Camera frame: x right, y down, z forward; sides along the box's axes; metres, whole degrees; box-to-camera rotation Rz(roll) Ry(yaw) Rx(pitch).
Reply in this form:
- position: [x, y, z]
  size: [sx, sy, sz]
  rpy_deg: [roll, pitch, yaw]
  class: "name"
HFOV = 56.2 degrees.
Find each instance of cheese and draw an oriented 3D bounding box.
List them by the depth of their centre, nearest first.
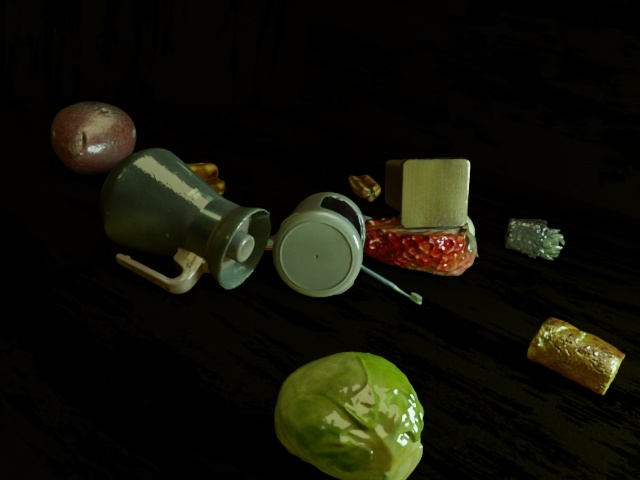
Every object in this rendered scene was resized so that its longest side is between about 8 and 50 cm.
- position: [-0.148, 0.004, 1.621]
  size: [0.095, 0.038, 0.145]
  rpy_deg: [24, 23, 31]
  class: "cheese"

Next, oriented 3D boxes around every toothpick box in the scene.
- position: [0.000, 0.000, 1.502]
  size: [0.229, 0.228, 0.316]
  rpy_deg: [14, 17, 3]
  class: "toothpick box"
- position: [0.293, -0.157, 1.751]
  size: [0.188, 0.190, 0.308]
  rpy_deg: [-3, 12, -6]
  class: "toothpick box"

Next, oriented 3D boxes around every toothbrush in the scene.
- position: [0.177, 0.110, 1.556]
  size: [0.016, 0.019, 0.220]
  rpy_deg: [-13, 31, -42]
  class: "toothbrush"

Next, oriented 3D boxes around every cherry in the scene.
- position: [-0.729, -0.324, 1.922]
  size: [0.262, 0.221, 0.307]
  rpy_deg: [1, 34, -8]
  class: "cherry"

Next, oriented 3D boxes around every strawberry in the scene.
- position: [0.270, 0.021, 1.701]
  size: [0.337, 0.149, 0.265]
  rpy_deg: [2, 17, 1]
  class: "strawberry"

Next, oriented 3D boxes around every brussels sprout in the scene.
- position: [0.040, 0.251, 0.855]
  size: [0.223, 0.161, 0.223]
  rpy_deg: [9, 12, -2]
  class: "brussels sprout"

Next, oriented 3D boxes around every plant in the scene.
- position: [0.746, -0.010, 2.092]
  size: [0.195, 0.129, 0.132]
  rpy_deg: [14, 19, 13]
  class: "plant"

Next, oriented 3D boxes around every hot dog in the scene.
- position: [-0.404, -0.168, 1.845]
  size: [0.135, 0.100, 0.337]
  rpy_deg: [61, 24, 0]
  class: "hot dog"
- position: [0.172, -0.211, 2.391]
  size: [0.100, 0.067, 0.249]
  rpy_deg: [-4, 19, -7]
  class: "hot dog"

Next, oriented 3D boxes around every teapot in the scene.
- position: [-0.320, -0.035, 1.362]
  size: [0.344, 0.253, 0.300]
  rpy_deg: [25, 55, 19]
  class: "teapot"

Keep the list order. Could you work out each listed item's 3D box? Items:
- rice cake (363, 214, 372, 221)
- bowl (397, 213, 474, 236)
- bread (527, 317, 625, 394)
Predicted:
- position: [0.067, -0.039, 1.864]
  size: [0.081, 0.051, 0.290]
  rpy_deg: [17, 19, 40]
  class: "rice cake"
- position: [0.385, -0.054, 1.976]
  size: [0.277, 0.145, 0.277]
  rpy_deg: [13, 19, -5]
  class: "bowl"
- position: [0.547, 0.244, 1.284]
  size: [0.172, 0.103, 0.132]
  rpy_deg: [28, 31, 30]
  class: "bread"
